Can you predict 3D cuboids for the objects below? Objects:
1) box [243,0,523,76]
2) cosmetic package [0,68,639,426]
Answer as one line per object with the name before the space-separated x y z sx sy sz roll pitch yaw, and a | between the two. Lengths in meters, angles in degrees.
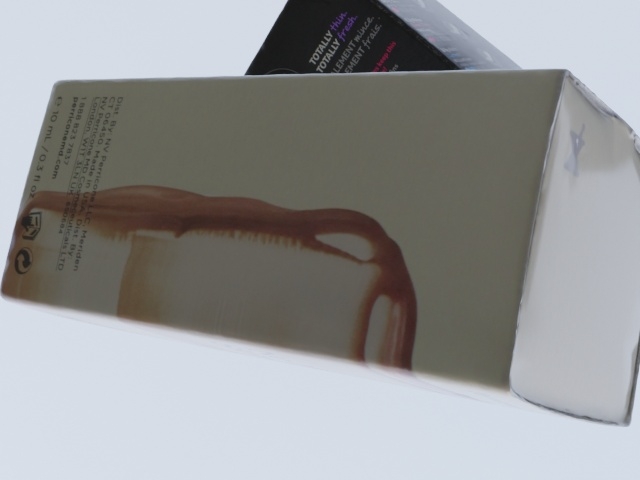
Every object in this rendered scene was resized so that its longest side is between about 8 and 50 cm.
box | 0.082 -0.086 0.811 0.270 0.143 0.165 44 -62 16
cosmetic package | 0.000 0.000 0.497 0.296 0.153 0.129 5 -102 37
